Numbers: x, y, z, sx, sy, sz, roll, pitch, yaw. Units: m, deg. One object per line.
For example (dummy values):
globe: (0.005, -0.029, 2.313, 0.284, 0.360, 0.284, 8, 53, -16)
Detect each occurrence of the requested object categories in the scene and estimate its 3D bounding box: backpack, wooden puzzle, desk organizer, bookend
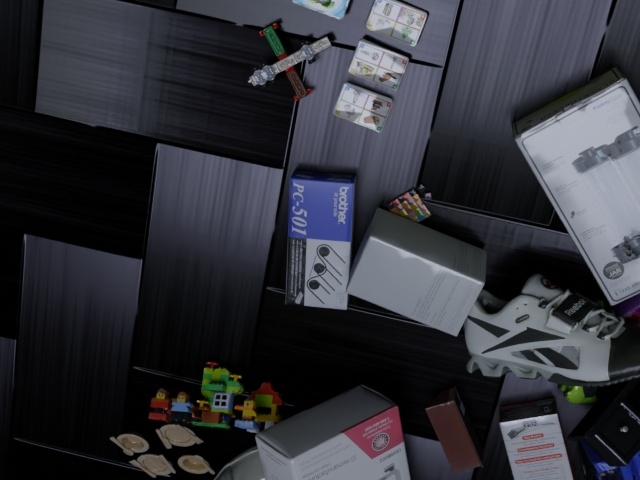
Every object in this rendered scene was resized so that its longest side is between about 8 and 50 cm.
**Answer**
backpack: (0.467, 0.372, 1.502, 0.101, 0.098, 0.120, -13, 108, 9)
wooden puzzle: (0.133, -0.047, 1.439, 0.083, 0.006, 0.049, -31, 103, 19)
desk organizer: (0.216, 0.305, 1.542, 0.050, 0.047, 0.130, -19, 107, 18)
bookend: (0.481, 0.288, 1.421, 0.156, 0.072, 0.157, 45, 75, 5)

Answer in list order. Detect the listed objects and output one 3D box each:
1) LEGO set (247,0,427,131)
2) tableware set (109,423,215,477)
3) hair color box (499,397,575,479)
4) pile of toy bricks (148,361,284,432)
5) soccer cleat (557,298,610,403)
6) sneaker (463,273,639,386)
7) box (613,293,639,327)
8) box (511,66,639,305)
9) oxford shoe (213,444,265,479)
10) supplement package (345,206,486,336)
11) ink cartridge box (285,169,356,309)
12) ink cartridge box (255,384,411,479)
LEGO set: (0.004, -0.280, 1.359, 0.244, 0.060, 0.182, 19, 107, -7)
tableware set: (-0.262, 0.358, 1.615, 0.169, 0.020, 0.141, -11, 132, 23)
hair color box: (0.349, 0.341, 1.532, 0.093, 0.053, 0.167, -12, 110, 14)
pile of toy bricks: (-0.173, 0.251, 1.563, 0.212, 0.118, 0.105, 0, 72, 20)
soccer cleat: (0.417, 0.169, 1.458, 0.072, 0.060, 0.179, 5, 115, -10)
sneaker: (0.345, 0.122, 1.367, 0.330, 0.122, 0.146, -2, 101, 37)
box: (0.605, 0.154, 1.417, 0.201, 0.057, 0.293, -38, 101, 21)
box: (0.411, -0.075, 1.343, 0.169, 0.087, 0.290, -30, 104, 18)
oxford shoe: (-0.162, 0.487, 1.628, 0.449, 0.130, 0.169, -35, 98, 17)
supplement package: (0.142, 0.045, 1.416, 0.179, 0.105, 0.105, 23, 120, -1)
ink cartridge box: (0.000, 0.000, 1.457, 0.097, 0.046, 0.207, 5, 111, 6)
ink cartridge box: (0.036, 0.404, 1.519, 0.207, 0.117, 0.283, -22, 111, -27)
